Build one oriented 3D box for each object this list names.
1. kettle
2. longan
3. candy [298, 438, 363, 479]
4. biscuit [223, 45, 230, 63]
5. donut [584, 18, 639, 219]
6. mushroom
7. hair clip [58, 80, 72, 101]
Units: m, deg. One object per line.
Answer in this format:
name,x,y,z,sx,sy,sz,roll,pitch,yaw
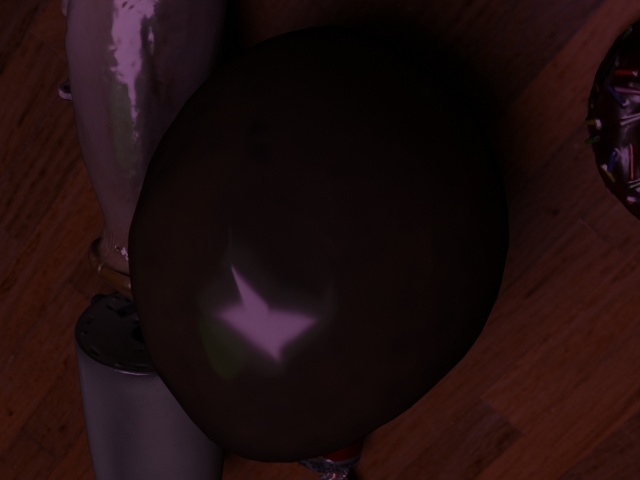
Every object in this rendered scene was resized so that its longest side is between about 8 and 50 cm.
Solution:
kettle,-0.202,0.186,1.780,0.240,0.165,0.255,33,137,40
longan,0.000,0.000,1.417,0.336,0.404,0.404,16,124,6
candy,0.003,0.178,1.731,0.086,0.059,0.292,6,121,17
biscuit,-0.147,-0.176,1.604,0.120,0.015,0.120,6,115,12
donut,0.342,-0.103,1.392,0.216,0.096,0.230,37,127,-1
mushroom,-0.175,-0.132,1.544,0.137,0.154,0.407,40,130,52
hair clip,-0.190,-0.106,1.662,0.226,0.034,0.072,48,126,-9
